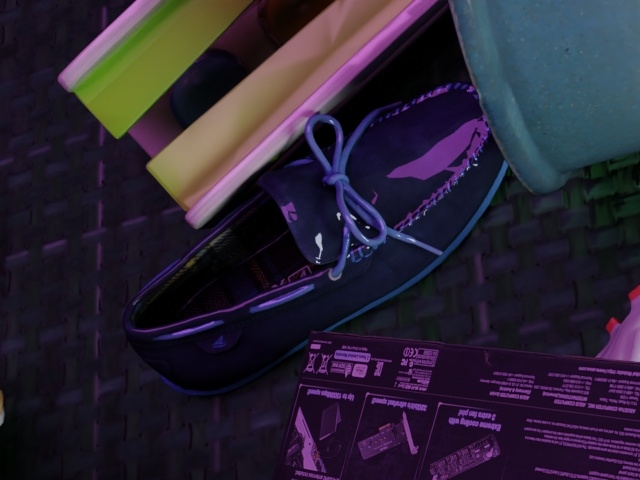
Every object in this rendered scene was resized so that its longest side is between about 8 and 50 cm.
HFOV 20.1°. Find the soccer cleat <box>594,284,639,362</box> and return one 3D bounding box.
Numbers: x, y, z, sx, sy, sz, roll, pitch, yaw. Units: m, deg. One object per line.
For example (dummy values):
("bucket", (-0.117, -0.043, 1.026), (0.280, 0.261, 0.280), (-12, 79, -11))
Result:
("soccer cleat", (0.159, 0.085, 0.933), (0.196, 0.068, 0.076), (-41, 58, 15))

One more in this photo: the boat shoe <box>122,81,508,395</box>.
("boat shoe", (0.000, 0.000, 1.047), (0.258, 0.089, 0.109), (-43, 53, 5))

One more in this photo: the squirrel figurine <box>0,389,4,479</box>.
("squirrel figurine", (-0.327, 0.159, 0.982), (0.370, 0.281, 0.397), (-60, 7, 23))

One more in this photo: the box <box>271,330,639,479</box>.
("box", (0.079, 0.173, 0.842), (0.307, 0.076, 0.242), (0, 73, 54))

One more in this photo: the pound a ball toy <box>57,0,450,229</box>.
("pound a ball toy", (-0.022, -0.188, 1.104), (0.319, 0.136, 0.208), (-43, 89, 5))

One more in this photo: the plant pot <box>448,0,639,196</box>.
("plant pot", (0.244, -0.216, 0.884), (0.334, 0.341, 0.341), (-9, 62, 18))
